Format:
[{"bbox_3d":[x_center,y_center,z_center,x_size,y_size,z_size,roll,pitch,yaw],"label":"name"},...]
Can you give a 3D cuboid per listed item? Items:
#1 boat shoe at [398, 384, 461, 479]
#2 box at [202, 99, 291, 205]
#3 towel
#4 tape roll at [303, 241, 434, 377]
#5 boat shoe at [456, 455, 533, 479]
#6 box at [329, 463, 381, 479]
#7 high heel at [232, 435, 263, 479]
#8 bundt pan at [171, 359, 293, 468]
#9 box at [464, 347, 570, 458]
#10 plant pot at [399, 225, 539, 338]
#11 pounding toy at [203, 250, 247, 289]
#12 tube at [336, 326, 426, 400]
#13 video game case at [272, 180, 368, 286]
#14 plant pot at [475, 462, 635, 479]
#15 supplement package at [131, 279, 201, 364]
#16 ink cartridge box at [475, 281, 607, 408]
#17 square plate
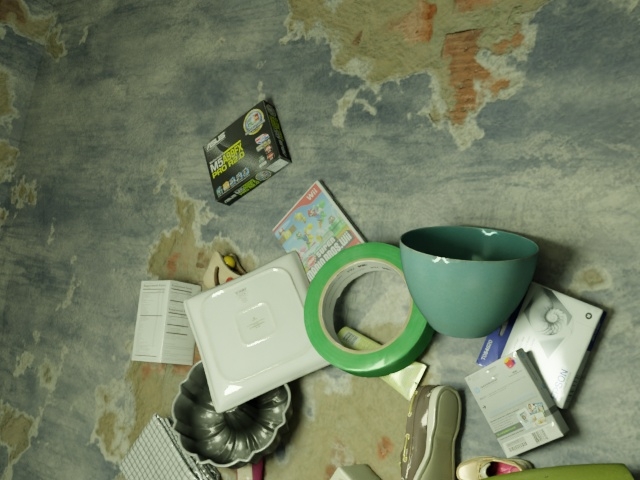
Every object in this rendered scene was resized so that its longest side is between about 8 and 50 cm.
[{"bbox_3d":[0.228,0.479,1.493,0.096,0.116,0.325,-10,63,52],"label":"boat shoe"},{"bbox_3d":[-0.229,-0.264,2.073,0.270,0.060,0.216,-31,62,27],"label":"box"},{"bbox_3d":[-0.431,0.670,1.943,0.283,0.121,0.235,44,106,34],"label":"towel"},{"bbox_3d":[0.119,0.165,1.643,0.321,0.077,0.322,-10,64,22],"label":"tape roll"},{"bbox_3d":[0.359,0.487,1.436,0.170,0.059,0.063,-17,68,33],"label":"boat shoe"},{"bbox_3d":[0.136,0.660,1.517,0.311,0.121,0.148,36,101,37],"label":"box"},{"bbox_3d":[-0.179,0.591,1.824,0.082,0.117,0.244,-6,54,15],"label":"high heel"},{"bbox_3d":[-0.216,0.448,1.784,0.330,0.124,0.331,-9,53,13],"label":"bundt pan"},{"bbox_3d":[0.405,0.339,1.414,0.145,0.038,0.186,-41,70,37],"label":"box"},{"bbox_3d":[0.312,0.096,1.462,0.290,0.290,0.196,12,108,38],"label":"plant pot"},{"bbox_3d":[-0.245,0.135,1.919,0.154,0.154,0.270,-49,58,18],"label":"pounding toy"},{"bbox_3d":[0.141,0.291,1.657,0.240,0.062,0.070,26,136,35],"label":"tube"},{"bbox_3d":[0.000,0.000,1.855,0.204,0.025,0.285,-47,55,18],"label":"video game case"},{"bbox_3d":[0.454,0.530,1.254,0.293,0.275,0.275,-27,62,10],"label":"plant pot"},{"bbox_3d":[-0.466,0.250,2.066,0.139,0.133,0.244,-3,77,36],"label":"supplement package"},{"bbox_3d":[0.458,0.208,1.446,0.223,0.045,0.224,22,92,39],"label":"ink cartridge box"},{"bbox_3d":[-0.168,0.225,1.784,0.347,0.049,0.344,-24,62,0],"label":"square plate"}]
